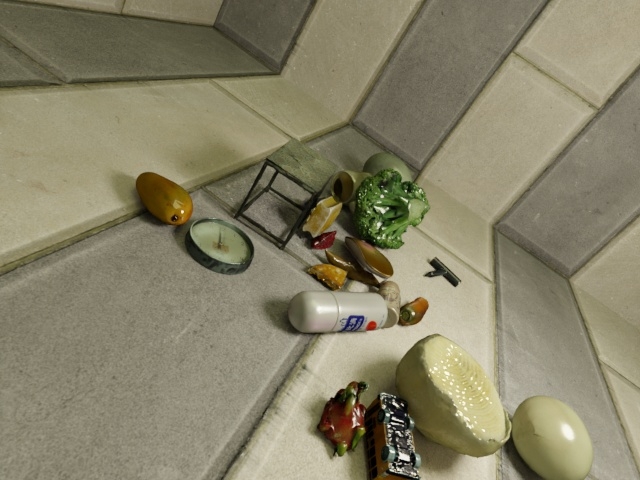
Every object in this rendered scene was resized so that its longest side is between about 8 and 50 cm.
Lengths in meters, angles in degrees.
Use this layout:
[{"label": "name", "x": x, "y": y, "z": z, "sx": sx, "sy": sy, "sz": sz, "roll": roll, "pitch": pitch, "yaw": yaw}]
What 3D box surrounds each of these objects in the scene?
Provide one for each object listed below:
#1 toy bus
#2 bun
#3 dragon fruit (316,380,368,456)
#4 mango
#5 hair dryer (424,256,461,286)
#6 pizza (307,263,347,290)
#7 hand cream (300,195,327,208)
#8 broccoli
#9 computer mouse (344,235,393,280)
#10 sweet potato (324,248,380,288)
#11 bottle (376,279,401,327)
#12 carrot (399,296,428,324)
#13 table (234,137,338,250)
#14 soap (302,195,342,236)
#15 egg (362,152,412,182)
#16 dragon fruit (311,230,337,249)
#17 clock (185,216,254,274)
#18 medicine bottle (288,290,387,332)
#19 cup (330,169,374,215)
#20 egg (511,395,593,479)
[{"label": "toy bus", "x": 0.172, "y": 0.500, "z": 1.111, "sx": 0.098, "sy": 0.114, "sz": 0.201, "roll": 23, "pitch": 36, "yaw": -18}, {"label": "bun", "x": 0.357, "y": 0.455, "z": 1.284, "sx": 0.364, "sy": 0.202, "sz": 0.364, "roll": 32, "pitch": 27, "yaw": -19}, {"label": "dragon fruit", "x": 0.060, "y": 0.434, "z": 1.120, "sx": 0.138, "sy": 0.175, "sz": 0.142, "roll": 23, "pitch": -2, "yaw": -39}, {"label": "mango", "x": -0.492, "y": -0.136, "z": 1.401, "sx": 0.253, "sy": 0.113, "sz": 0.138, "roll": 41, "pitch": 32, "yaw": 27}, {"label": "hair dryer", "x": 0.567, "y": 0.168, "z": 2.108, "sx": 0.173, "sy": 0.050, "sz": 0.195, "roll": 43, "pitch": 34, "yaw": 18}, {"label": "pizza", "x": 0.040, "y": 0.135, "z": 1.608, "sx": 0.178, "sy": 0.041, "sz": 0.131, "roll": 0, "pitch": 41, "yaw": -46}, {"label": "hand cream", "x": -0.021, "y": -0.162, "z": 1.922, "sx": 0.084, "sy": 0.142, "sz": 0.053, "roll": 43, "pitch": 55, "yaw": -50}, {"label": "broccoli", "x": 0.306, "y": -0.137, "z": 2.008, "sx": 0.413, "sy": 0.321, "sz": 0.310, "roll": 17, "pitch": 26, "yaw": -37}, {"label": "computer mouse", "x": 0.189, "y": 0.057, "z": 1.769, "sx": 0.158, "sy": 0.072, "sz": 0.310, "roll": 28, "pitch": 11, "yaw": -21}, {"label": "sweet potato", "x": 0.120, "y": 0.111, "z": 1.702, "sx": 0.274, "sy": 0.067, "sz": 0.067, "roll": 31, "pitch": 28, "yaw": -15}, {"label": "bottle", "x": 0.250, "y": 0.228, "z": 1.628, "sx": 0.110, "sy": 0.097, "sz": 0.209, "roll": 49, "pitch": 27, "yaw": -10}, {"label": "carrot", "x": 0.358, "y": 0.272, "z": 1.691, "sx": 0.087, "sy": 0.087, "sz": 0.193, "roll": 47, "pitch": 25, "yaw": 22}, {"label": "table", "x": -0.120, "y": -0.187, "z": 1.691, "sx": 0.222, "sy": 0.272, "sz": 0.335, "roll": 34, "pitch": 28, "yaw": -1}, {"label": "soap", "x": 0.014, "y": -0.101, "z": 1.798, "sx": 0.073, "sy": 0.140, "sz": 0.232, "roll": 36, "pitch": 17, "yaw": 6}, {"label": "egg", "x": 0.367, "y": -0.343, "z": 2.455, "sx": 0.258, "sy": 0.258, "sz": 0.352, "roll": 11, "pitch": 34, "yaw": -36}, {"label": "dragon fruit", "x": -0.002, "y": -0.003, "z": 1.755, "sx": 0.063, "sy": 0.097, "sz": 0.131, "roll": 42, "pitch": 48, "yaw": 21}, {"label": "clock", "x": -0.316, "y": 0.013, "z": 1.419, "sx": 0.226, "sy": 0.049, "sz": 0.226, "roll": 25, "pitch": 31, "yaw": -17}, {"label": "medicine bottle", "x": 0.051, "y": 0.222, "z": 1.393, "sx": 0.341, "sy": 0.130, "sz": 0.130, "roll": 9, "pitch": 37, "yaw": -39}, {"label": "cup", "x": 0.197, "y": -0.230, "z": 2.191, "sx": 0.202, "sy": 0.173, "sz": 0.255, "roll": -1, "pitch": 43, "yaw": -45}, {"label": "egg", "x": 0.718, "y": 0.618, "z": 1.389, "sx": 0.219, "sy": 0.219, "sz": 0.269, "roll": 27, "pitch": 29, "yaw": -13}]
